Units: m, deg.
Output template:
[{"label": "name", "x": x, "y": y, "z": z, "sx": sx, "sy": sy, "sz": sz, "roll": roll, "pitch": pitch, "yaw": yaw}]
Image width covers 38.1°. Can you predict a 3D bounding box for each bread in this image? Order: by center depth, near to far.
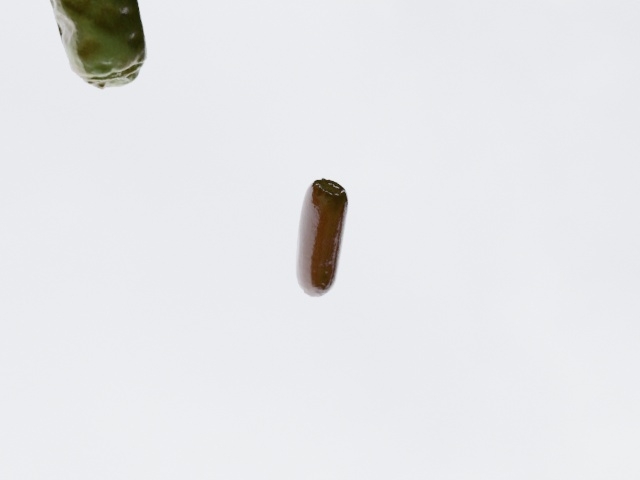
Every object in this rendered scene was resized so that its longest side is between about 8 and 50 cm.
[{"label": "bread", "x": -0.337, "y": -0.357, "z": 1.370, "sx": 0.152, "sy": 0.130, "sz": 0.268, "roll": -50, "pitch": -50, "yaw": -63}]

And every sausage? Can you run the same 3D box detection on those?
[{"label": "sausage", "x": 0.000, "y": 0.000, "z": 1.444, "sx": 0.076, "sy": 0.197, "sz": 0.076, "roll": 5, "pitch": -152, "yaw": -3}]
